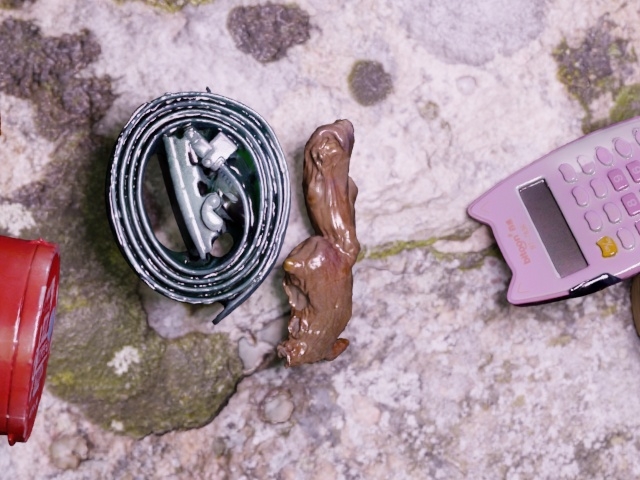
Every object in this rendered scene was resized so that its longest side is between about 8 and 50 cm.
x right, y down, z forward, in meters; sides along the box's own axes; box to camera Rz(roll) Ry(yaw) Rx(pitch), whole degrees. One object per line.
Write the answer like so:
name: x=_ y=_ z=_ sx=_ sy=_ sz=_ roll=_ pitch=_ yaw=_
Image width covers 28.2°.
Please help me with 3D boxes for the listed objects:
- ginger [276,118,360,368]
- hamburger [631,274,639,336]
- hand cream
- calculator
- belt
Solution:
ginger: x=0.000 y=0.002 z=1.470 sx=0.122 sy=0.084 sz=0.290 roll=1 pitch=98 yaw=-39
hamburger: x=0.518 y=0.065 z=1.507 sx=0.300 sy=0.176 sz=0.300 roll=0 pitch=90 yaw=-6
hand cream: x=-0.366 y=0.099 z=1.358 sx=0.149 sy=0.230 sz=0.230 roll=11 pitch=89 yaw=-8
calculator: x=0.332 y=-0.038 z=1.483 sx=0.294 sy=0.043 sz=0.194 roll=-25 pitch=54 yaw=8
belt: x=-0.138 y=-0.037 z=1.443 sx=0.206 sy=0.116 sz=0.268 roll=-6 pitch=89 yaw=-11
